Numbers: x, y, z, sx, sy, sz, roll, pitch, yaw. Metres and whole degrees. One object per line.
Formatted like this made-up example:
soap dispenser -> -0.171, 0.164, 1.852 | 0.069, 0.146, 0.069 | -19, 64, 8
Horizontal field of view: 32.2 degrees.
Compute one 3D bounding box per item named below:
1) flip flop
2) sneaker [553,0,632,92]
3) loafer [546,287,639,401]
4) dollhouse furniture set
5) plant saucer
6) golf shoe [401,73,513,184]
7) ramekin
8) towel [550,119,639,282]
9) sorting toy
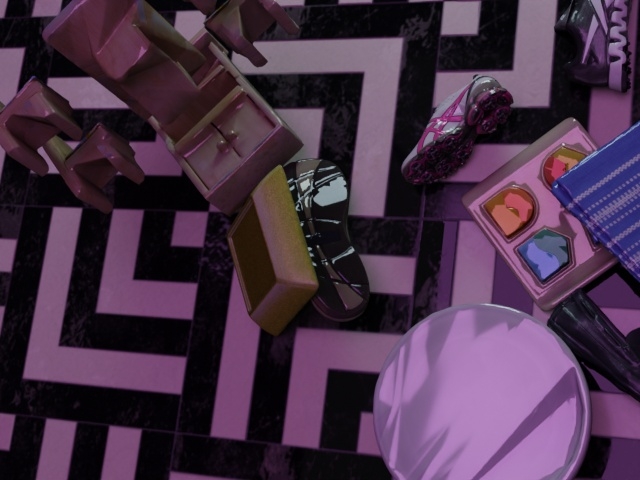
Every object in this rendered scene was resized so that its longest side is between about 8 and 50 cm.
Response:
flip flop -> 0.000, 0.000, 1.561 | 0.112, 0.080, 0.277 | -10, 59, -14
sneaker -> 0.373, -0.315, 1.514 | 0.106, 0.078, 0.234 | 2, 79, 18
loafer -> 0.386, 0.144, 1.387 | 0.223, 0.076, 0.078 | 39, 99, 28
dollhouse furniture set -> -0.228, -0.238, 1.522 | 0.362, 0.394, 0.256 | -44, 56, 5
plant saucer -> -0.078, 0.020, 1.539 | 0.045, 0.188, 0.188 | -7, 68, -25
golf shoe -> 0.183, -0.154, 1.556 | 0.186, 0.067, 0.086 | -42, 39, 6
ramekin -> 0.211, 0.224, 1.400 | 0.273, 0.127, 0.272 | -6, 72, 19
towel -> 0.483, -0.018, 1.393 | 0.243, 0.040, 0.336 | -35, 66, -10
sorting toy -> 0.317, -0.039, 1.482 | 0.193, 0.038, 0.208 | -37, 66, 8
